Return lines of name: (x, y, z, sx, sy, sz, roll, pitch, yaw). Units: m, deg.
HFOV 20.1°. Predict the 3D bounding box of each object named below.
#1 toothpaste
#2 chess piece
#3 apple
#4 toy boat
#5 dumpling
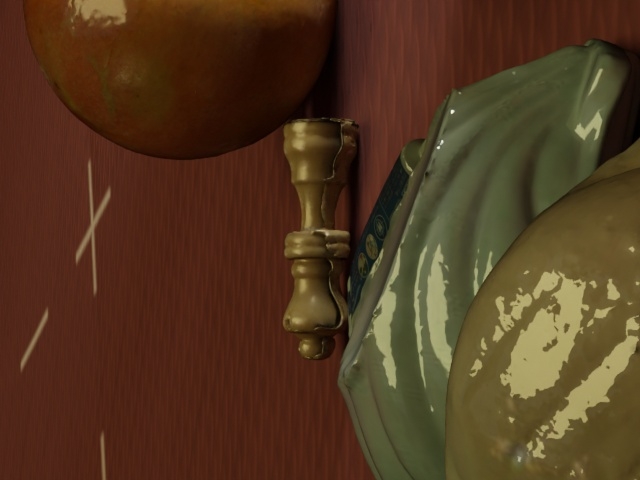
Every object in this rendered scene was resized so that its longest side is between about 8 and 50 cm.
toothpaste: (0.048, -0.008, 1.185, 0.197, 0.034, 0.057, 114, 161, -49)
chess piece: (-0.001, 0.000, 1.292, 0.060, 0.060, 0.172, 167, 104, -69)
apple: (-0.096, -0.189, 1.353, 0.253, 0.253, 0.254, -176, 90, -70)
toy boat: (0.078, 0.027, 0.934, 0.199, 0.100, 0.290, -88, 19, -78)
dumpling: (0.142, 0.066, 0.756, 0.179, 0.131, 0.252, 28, 85, 49)
